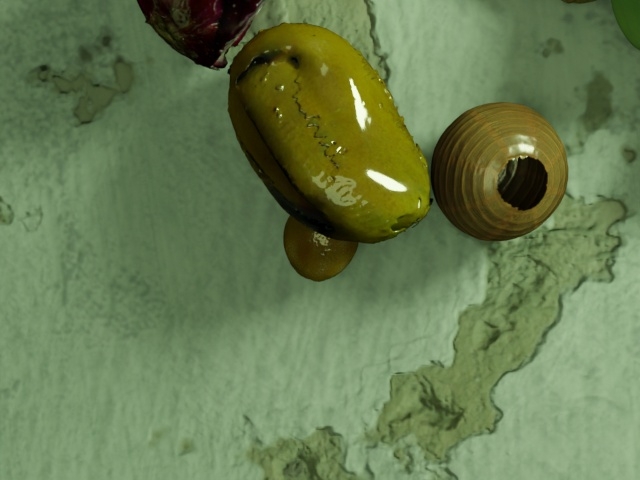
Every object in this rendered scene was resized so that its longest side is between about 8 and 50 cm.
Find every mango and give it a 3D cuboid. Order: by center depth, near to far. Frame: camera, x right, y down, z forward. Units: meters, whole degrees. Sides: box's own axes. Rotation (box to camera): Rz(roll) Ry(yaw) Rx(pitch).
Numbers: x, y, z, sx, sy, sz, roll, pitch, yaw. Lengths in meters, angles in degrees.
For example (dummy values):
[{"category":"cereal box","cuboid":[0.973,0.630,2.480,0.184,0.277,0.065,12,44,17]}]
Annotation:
[{"category":"mango","cuboid":[0.012,-0.104,1.701,0.249,0.151,0.156,49,122,20]}]

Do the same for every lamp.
[{"category":"lamp","cuboid":[0.172,-0.067,1.693,0.136,0.136,0.136,2,100,11]}]

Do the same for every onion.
[{"category":"onion","cuboid":[-0.084,-0.280,1.693,0.140,0.195,0.218,38,77,4]}]

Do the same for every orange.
[{"category":"orange","cuboid":[0.000,0.000,1.765,0.085,0.085,0.085,2,100,11]}]

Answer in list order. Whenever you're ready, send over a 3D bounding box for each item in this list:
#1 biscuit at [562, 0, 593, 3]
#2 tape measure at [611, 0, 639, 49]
[{"category":"biscuit","cuboid":[0.234,-0.339,1.679,0.226,0.042,0.226,2,101,12]},{"category":"tape measure","cuboid":[0.352,-0.246,1.622,0.175,0.106,0.200,-29,117,-11]}]
